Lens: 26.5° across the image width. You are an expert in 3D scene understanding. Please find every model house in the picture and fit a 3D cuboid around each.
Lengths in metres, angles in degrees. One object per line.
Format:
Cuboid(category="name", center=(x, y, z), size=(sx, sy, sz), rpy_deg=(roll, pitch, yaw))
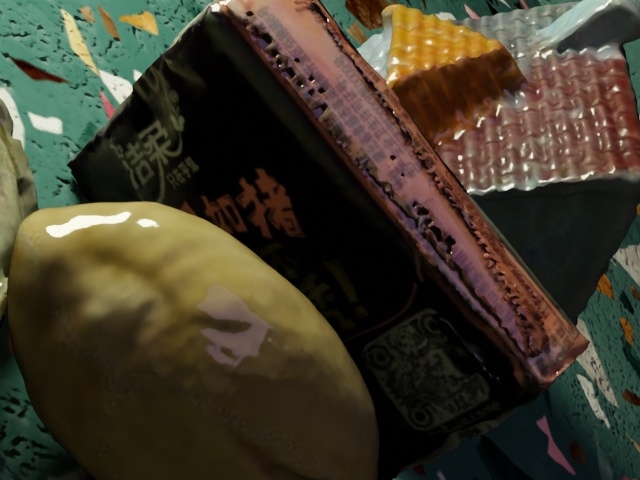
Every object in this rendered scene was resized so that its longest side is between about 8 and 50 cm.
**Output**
Cuboid(category="model house", center=(0.132, -0.072, 1.161), size=(0.297, 0.339, 0.360), rpy_deg=(46, 27, -22))

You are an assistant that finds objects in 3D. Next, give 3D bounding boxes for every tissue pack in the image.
Cuboid(category="tissue pack", center=(0.000, 0.000, 0.927), size=(0.332, 0.245, 0.123), rpy_deg=(51, 46, -2))

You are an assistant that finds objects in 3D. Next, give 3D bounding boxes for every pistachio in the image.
Cuboid(category="pistachio", center=(-0.073, 0.085, 0.814), size=(0.293, 0.162, 0.181), rpy_deg=(44, -2, -34))

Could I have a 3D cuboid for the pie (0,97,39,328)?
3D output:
Cuboid(category="pie", center=(-0.284, -0.065, 0.738), size=(0.337, 0.075, 0.338), rpy_deg=(41, 32, -34))
